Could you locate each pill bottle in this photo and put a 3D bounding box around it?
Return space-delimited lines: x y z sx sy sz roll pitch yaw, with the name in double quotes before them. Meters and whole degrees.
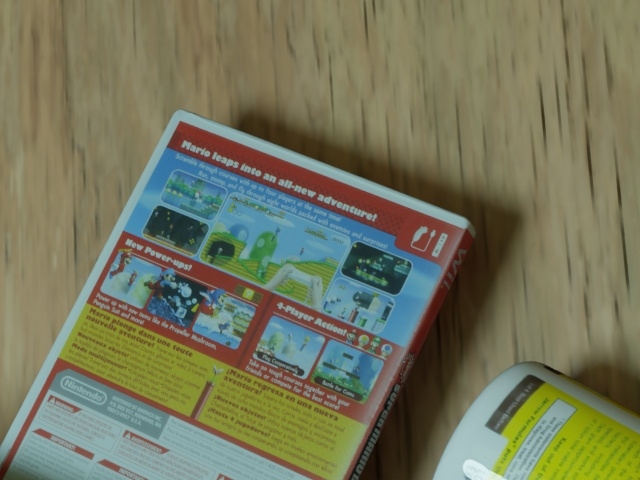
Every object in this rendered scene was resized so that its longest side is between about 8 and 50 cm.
"pill bottle" 0.171 0.160 0.972 0.215 0.117 0.117 29 89 24

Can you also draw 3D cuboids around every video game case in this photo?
"video game case" -0.060 0.082 1.061 0.204 0.025 0.285 22 79 23
